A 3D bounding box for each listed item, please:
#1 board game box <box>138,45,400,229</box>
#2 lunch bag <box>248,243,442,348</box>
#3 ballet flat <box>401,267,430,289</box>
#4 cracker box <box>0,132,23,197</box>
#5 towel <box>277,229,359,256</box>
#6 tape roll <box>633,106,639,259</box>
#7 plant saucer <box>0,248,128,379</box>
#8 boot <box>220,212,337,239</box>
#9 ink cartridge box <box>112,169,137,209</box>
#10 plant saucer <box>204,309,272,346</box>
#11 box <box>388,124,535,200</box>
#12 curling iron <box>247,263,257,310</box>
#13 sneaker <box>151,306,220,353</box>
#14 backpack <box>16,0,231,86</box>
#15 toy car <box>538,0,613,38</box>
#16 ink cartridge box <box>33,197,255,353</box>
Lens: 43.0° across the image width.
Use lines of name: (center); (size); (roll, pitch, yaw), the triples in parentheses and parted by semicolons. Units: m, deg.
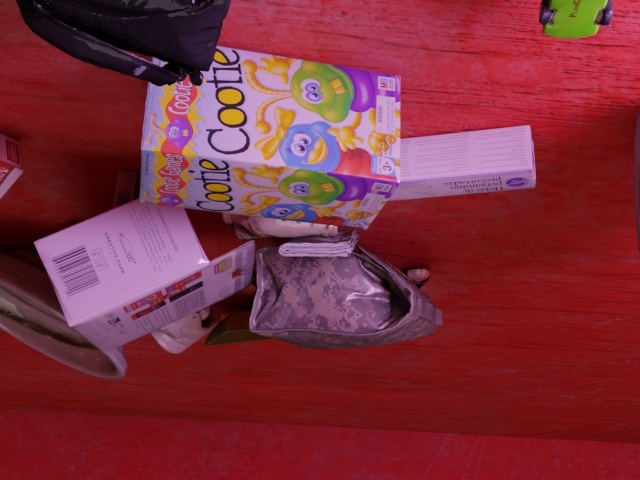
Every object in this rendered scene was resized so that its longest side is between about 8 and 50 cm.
board game box: (-0.060, -0.115, 0.930); (0.275, 0.142, 0.144); (7, 157, -11)
lunch bag: (0.054, 0.103, 1.389); (0.286, 0.169, 0.235); (1, 168, 19)
ballet flat: (0.168, 0.090, 1.527); (0.057, 0.049, 0.173); (5, 158, -9)
cracker box: (-0.526, -0.102, 1.041); (0.155, 0.067, 0.232); (-42, 138, 24)
towel: (0.000, 0.000, 1.277); (0.113, 0.023, 0.152); (1, -169, 8)
tape roll: (0.456, -0.044, 0.914); (0.169, 0.246, 0.246); (-4, 157, 15)
plant saucer: (-0.515, 0.115, 1.504); (0.400, 0.101, 0.400); (22, 154, 11)
boot: (-0.055, -0.050, 1.175); (0.165, 0.077, 0.213); (1, 165, 6)
ink cartridge box: (-0.292, -0.052, 1.213); (0.029, 0.063, 0.115); (8, 159, -11)
plant saucer: (-0.141, 0.182, 1.743); (0.188, 0.045, 0.188); (-3, 165, -24)
box: (0.114, -0.093, 1.067); (0.323, 0.067, 0.063); (-5, 157, 16)
curling iron: (-0.118, 0.099, 1.609); (0.068, 0.035, 0.274); (26, 161, -1)
sneaker: (-0.319, 0.126, 1.638); (0.152, 0.114, 0.305); (-27, 148, 14)
backpack: (-0.173, -0.226, 0.711); (0.181, 0.115, 0.152); (10, 145, -14)
toy car: (0.213, -0.246, 0.643); (0.239, 0.053, 0.225); (3, 158, 7)
ink cartridge box: (-0.247, 0.041, 1.225); (0.271, 0.130, 0.309); (-24, 169, -12)
